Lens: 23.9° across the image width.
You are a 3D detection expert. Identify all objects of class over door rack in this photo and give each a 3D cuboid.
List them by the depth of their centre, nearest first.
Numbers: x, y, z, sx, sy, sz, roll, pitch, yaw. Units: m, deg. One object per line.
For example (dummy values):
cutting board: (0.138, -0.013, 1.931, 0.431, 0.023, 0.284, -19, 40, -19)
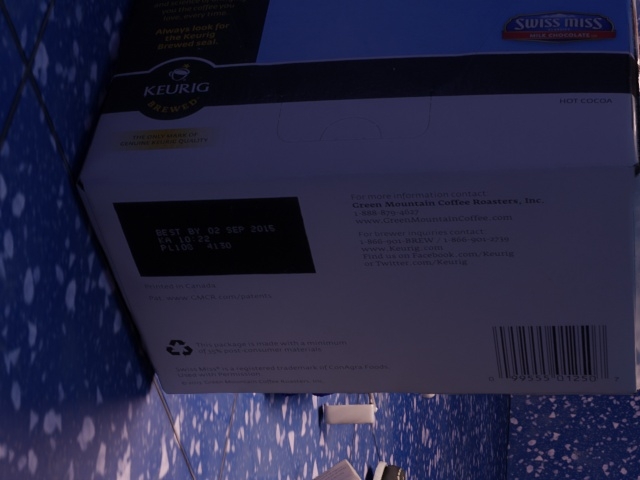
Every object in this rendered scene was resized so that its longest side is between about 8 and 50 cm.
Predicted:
over door rack: (0.078, 0.076, 1.797, 0.324, 0.108, 0.240, -19, 108, -78)

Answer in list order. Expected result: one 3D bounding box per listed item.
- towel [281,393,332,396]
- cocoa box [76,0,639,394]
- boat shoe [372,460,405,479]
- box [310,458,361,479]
towel: (0.000, 0.000, 1.528, 0.227, 0.076, 0.308, 10, 80, -71)
cocoa box: (0.046, -0.049, 1.045, 0.231, 0.347, 0.228, 77, 16, -46)
boat shoe: (0.103, 0.435, 1.937, 0.114, 0.091, 0.303, 50, 41, -73)
box: (0.079, 0.374, 1.589, 0.324, 0.067, 0.063, 62, -6, -25)
